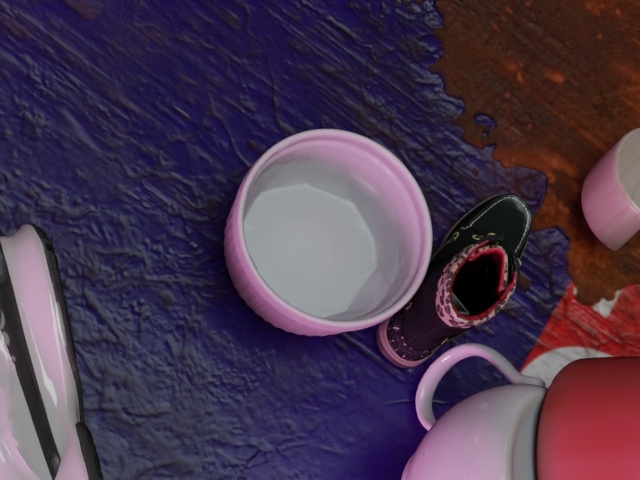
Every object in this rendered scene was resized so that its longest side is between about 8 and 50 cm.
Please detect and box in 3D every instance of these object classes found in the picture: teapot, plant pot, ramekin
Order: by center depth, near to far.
[{"bbox_3d":[0.375,0.224,1.681,0.275,0.243,0.275,25,58,-47],"label":"plant pot"},{"bbox_3d":[0.162,0.262,1.746,0.256,0.187,0.252,-45,113,-51],"label":"teapot"},{"bbox_3d":[0.000,0.000,1.800,0.207,0.109,0.207,6,73,-18],"label":"ramekin"}]

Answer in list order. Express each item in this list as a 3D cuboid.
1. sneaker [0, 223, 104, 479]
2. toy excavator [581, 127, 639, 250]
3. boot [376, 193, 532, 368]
[{"bbox_3d":[-0.333,0.215,1.607,0.257,0.169,0.447,-10,70,-14],"label":"sneaker"},{"bbox_3d":[0.497,0.116,1.915,0.433,0.222,0.445,10,58,-19],"label":"toy excavator"},{"bbox_3d":[0.168,0.025,1.814,0.085,0.178,0.236,44,66,-3],"label":"boot"}]
